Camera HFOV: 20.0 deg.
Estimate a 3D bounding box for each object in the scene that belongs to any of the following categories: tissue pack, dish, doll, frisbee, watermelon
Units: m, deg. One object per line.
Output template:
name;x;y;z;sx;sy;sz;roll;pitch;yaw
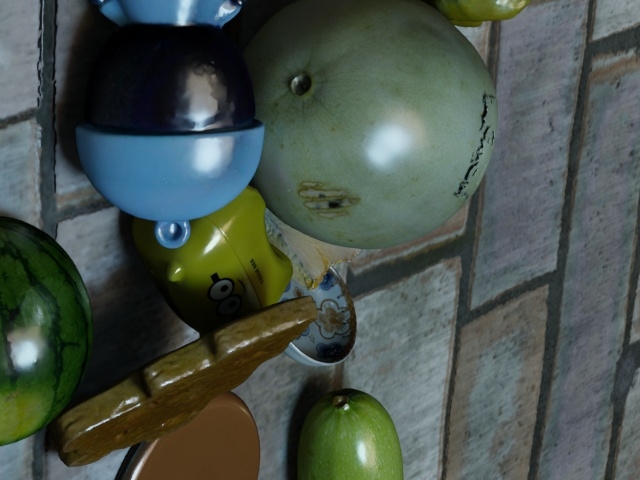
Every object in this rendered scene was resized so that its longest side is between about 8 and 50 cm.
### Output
tissue pack;-0.114;0.015;1.833;0.127;0.123;0.178;-45;143;-19
dish;-0.035;0.085;2.036;0.141;0.078;0.141;27;50;-38
doll;-0.140;-0.147;1.700;0.177;0.141;0.314;0;100;-9
frisbee;-0.147;0.284;2.017;0.251;0.021;0.251;-31;131;-44
watermelon;-0.280;0.084;1.638;0.204;0.127;0.232;-11;112;-53

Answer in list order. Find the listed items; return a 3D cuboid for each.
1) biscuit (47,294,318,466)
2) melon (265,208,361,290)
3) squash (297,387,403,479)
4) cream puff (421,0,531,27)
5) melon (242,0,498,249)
biscuit;-0.131;0.133;1.799;0.301;0.043;0.278;-32;168;9
melon;-0.007;-0.004;2.013;0.054;0.098;0.182;-56;169;26
squash;0.038;0.281;2.171;0.132;0.132;0.247;-30;129;-43
cream puff;0.156;-0.378;1.903;0.270;0.323;0.274;-39;104;-15
melon;0.051;-0.122;1.870;0.330;0.268;0.268;24;86;-64
